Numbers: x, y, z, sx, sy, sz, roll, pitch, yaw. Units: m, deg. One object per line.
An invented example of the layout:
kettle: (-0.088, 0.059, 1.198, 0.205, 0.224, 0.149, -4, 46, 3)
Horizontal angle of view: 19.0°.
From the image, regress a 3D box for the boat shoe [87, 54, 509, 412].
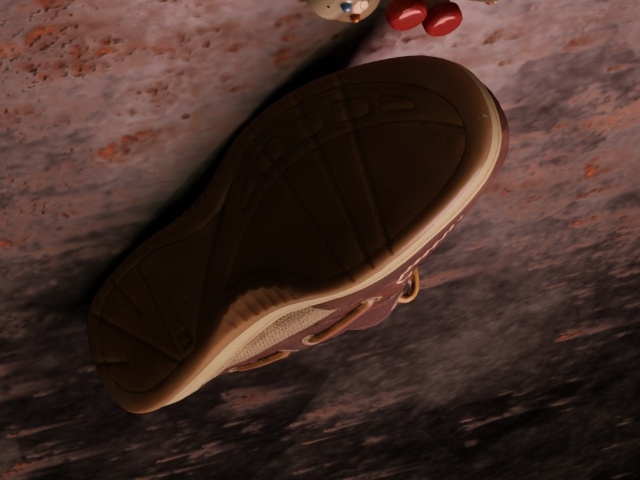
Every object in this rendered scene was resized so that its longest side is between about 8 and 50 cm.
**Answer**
boat shoe: (0.000, 0.000, 1.163, 0.123, 0.123, 0.342, -2, 150, -48)

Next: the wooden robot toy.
wooden robot toy: (0.020, -0.132, 0.995, 0.173, 0.076, 0.079, 4, 153, -39)
